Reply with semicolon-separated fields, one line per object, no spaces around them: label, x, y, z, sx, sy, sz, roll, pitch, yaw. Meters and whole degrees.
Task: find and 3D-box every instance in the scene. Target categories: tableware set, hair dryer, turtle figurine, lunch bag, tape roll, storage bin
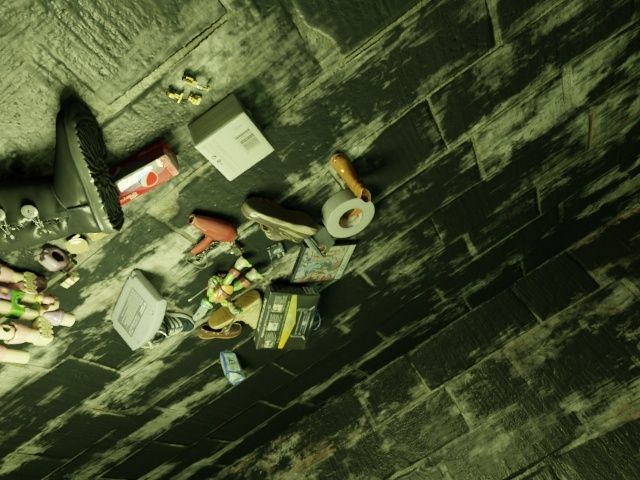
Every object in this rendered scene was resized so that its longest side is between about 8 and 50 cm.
tableware set;-0.784;-0.033;1.459;0.141;0.020;0.168;-28;136;-10
hair dryer;-0.417;0.006;1.686;0.224;0.080;0.293;-20;141;-10
turtle figurine;-0.361;0.210;1.825;0.266;0.198;0.275;-44;-175;-8
lunch bag;-0.467;0.657;2.335;0.096;0.128;0.151;-31;140;0
tape roll;0.114;-0.114;1.889;0.220;0.072;0.219;-18;141;-15
storage bin;0.000;0.000;1.911;0.091;0.098;0.135;-47;129;-12

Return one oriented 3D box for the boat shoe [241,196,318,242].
boat shoe;-0.163;-0.058;1.732;0.356;0.132;0.130;19;121;-42

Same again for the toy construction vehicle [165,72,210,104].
toy construction vehicle;-0.374;-0.423;1.274;0.098;0.035;0.085;15;125;-41

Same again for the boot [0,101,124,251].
boot;-0.814;-0.157;1.212;0.446;0.146;0.366;-8;107;0

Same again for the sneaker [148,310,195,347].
sneaker;-0.641;0.380;1.901;0.099;0.153;0.282;-40;141;14

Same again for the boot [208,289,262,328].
boot;-0.369;0.359;2.091;0.262;0.095;0.203;-34;142;-10

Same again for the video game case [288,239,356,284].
video game case;0.008;0.103;2.092;0.275;0.035;0.248;-3;135;-29

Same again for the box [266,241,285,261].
box;-0.191;0.048;1.921;0.067;0.018;0.083;-21;141;-9

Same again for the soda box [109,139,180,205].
soda box;-0.564;-0.194;1.363;0.264;0.092;0.083;-28;139;0

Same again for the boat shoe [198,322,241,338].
boat shoe;-0.467;0.419;2.116;0.207;0.073;0.073;-3;137;-30

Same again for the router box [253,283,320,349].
router box;-0.159;0.359;2.085;0.243;0.081;0.308;7;112;-24

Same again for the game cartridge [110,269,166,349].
game cartridge;-0.697;0.278;1.723;0.060;0.196;0.294;-16;147;-55

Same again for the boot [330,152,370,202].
boot;0.121;-0.236;1.693;0.073;0.152;0.197;-38;141;11

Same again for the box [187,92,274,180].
box;-0.275;-0.316;1.386;0.182;0.119;0.181;-34;142;7

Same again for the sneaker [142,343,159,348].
sneaker;-0.771;0.477;2.025;0.084;0.031;0.036;1;132;-32

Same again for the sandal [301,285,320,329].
sandal;-0.072;0.341;2.226;0.126;0.138;0.317;-29;140;2

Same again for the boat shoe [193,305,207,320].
boat shoe;-0.529;0.321;2.007;0.100;0.035;0.035;-49;165;18

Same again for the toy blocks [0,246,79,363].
toy blocks;-0.957;0.181;1.377;0.309;0.288;0.260;-35;147;12
